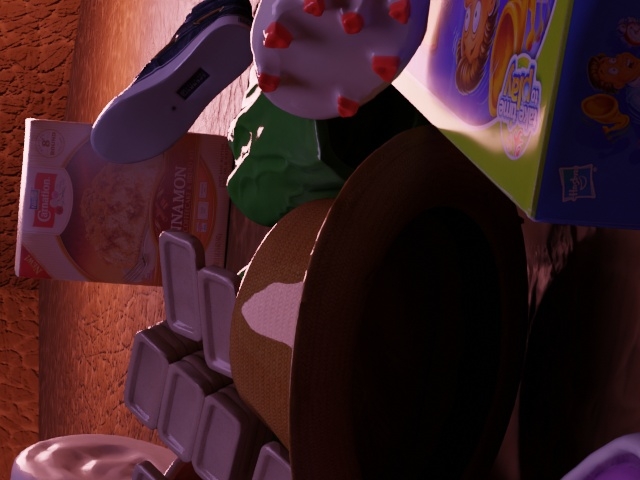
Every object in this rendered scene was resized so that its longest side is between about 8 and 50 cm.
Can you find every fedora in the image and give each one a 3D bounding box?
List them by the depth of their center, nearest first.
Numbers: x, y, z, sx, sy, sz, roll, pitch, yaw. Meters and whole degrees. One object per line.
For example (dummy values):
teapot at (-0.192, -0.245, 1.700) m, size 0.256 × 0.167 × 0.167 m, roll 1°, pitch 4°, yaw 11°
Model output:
fedora at (0.018, 0.044, 0.726) m, size 0.079 × 0.194 × 0.194 m, roll 12°, pitch 100°, yaw 35°

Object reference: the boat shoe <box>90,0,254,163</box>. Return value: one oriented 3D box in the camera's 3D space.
boat shoe at (-0.125, -0.142, 1.505) m, size 0.183 × 0.065 × 0.083 m, roll -37°, pitch 26°, yaw 17°

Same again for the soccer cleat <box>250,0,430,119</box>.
soccer cleat at (0.021, -0.126, 0.681) m, size 0.196 × 0.068 × 0.076 m, roll 112°, pitch 173°, yaw -49°

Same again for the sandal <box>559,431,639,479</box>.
sandal at (0.055, 0.188, 0.676) m, size 0.416 × 0.102 × 0.169 m, roll 111°, pitch 159°, yaw -51°

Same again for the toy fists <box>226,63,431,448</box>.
toy fists at (0.000, 0.000, 0.991) m, size 0.142 × 0.096 × 0.279 m, roll -9°, pitch 77°, yaw 61°

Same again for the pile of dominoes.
pile of dominoes at (-0.006, 0.125, 0.892) m, size 0.251 × 0.040 × 0.196 m, roll 39°, pitch 133°, yaw 28°

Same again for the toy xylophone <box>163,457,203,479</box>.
toy xylophone at (-0.127, 0.285, 1.168) m, size 0.322 × 0.081 × 0.236 m, roll -62°, pitch -1°, yaw -44°

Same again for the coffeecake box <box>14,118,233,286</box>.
coffeecake box at (-0.179, -0.033, 1.561) m, size 0.068 × 0.186 × 0.142 m, roll -161°, pitch 76°, yaw -77°

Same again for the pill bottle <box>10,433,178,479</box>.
pill bottle at (-0.215, 0.358, 1.609) m, size 0.176 × 0.176 × 0.318 m, roll -129°, pitch 45°, yaw -71°

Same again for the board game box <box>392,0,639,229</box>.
board game box at (0.088, -0.167, 0.701) m, size 0.347 × 0.078 × 0.233 m, roll -122°, pitch 39°, yaw -68°
